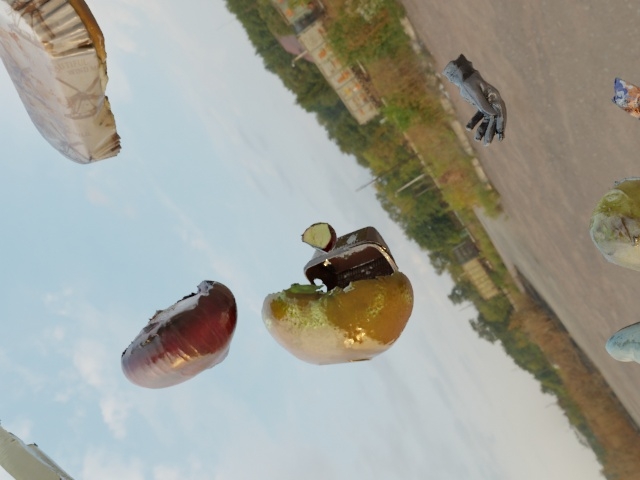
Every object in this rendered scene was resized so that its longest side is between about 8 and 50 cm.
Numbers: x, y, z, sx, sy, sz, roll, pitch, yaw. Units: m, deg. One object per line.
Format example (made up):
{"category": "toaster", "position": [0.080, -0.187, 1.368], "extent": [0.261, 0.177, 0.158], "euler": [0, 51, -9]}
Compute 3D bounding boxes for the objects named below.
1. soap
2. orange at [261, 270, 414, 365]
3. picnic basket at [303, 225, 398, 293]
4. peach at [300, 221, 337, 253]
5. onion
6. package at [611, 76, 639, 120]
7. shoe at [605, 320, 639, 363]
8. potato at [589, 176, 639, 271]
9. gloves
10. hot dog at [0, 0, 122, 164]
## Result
{"category": "soap", "position": [-0.362, 0.301, 0.660], "extent": [0.037, 0.252, 0.092], "euler": [-55, -50, -30]}
{"category": "orange", "position": [0.037, 0.171, 1.109], "extent": [0.262, 0.334, 0.196], "euler": [70, -161, -60]}
{"category": "picnic basket", "position": [0.109, 0.073, 1.691], "extent": [0.222, 0.296, 0.129], "euler": [52, -151, -30]}
{"category": "peach", "position": [0.000, 0.000, 1.150], "extent": [0.050, 0.083, 0.077], "euler": [28, -138, -51]}
{"category": "onion", "position": [-0.262, 0.185, 0.982], "extent": [0.161, 0.248, 0.248], "euler": [48, -167, 7]}
{"category": "package", "position": [0.627, -0.280, 1.024], "extent": [0.111, 0.033, 0.077], "euler": [-118, 15, -45]}
{"category": "shoe", "position": [0.606, 0.174, 0.856], "extent": [0.103, 0.251, 0.100], "euler": [12, -125, -19]}
{"category": "potato", "position": [0.801, -0.014, 1.312], "extent": [0.246, 0.196, 0.299], "euler": [46, -178, 29]}
{"category": "gloves", "position": [0.446, -0.405, 1.451], "extent": [0.286, 0.119, 0.142], "euler": [68, -164, 6]}
{"category": "hot dog", "position": [-0.270, -0.168, 0.530], "extent": [0.131, 0.069, 0.253], "euler": [35, 152, 5]}
